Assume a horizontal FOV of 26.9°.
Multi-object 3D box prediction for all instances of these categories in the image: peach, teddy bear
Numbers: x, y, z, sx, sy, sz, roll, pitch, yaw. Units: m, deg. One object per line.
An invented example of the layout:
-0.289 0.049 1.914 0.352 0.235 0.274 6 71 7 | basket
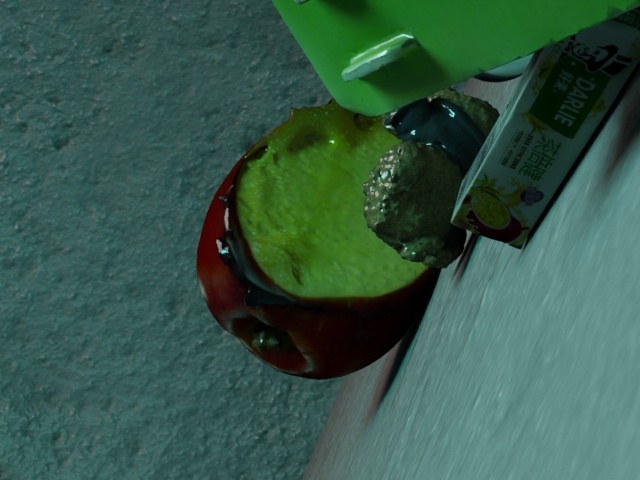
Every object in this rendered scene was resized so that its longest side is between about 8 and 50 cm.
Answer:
0.000 0.000 1.496 0.201 0.257 0.362 121 172 -51 | peach
0.107 -0.077 1.209 0.129 0.182 0.251 -27 17 25 | teddy bear

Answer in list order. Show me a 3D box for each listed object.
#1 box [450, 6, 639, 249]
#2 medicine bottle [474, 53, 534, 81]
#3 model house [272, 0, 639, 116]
0.126 -0.066 0.738 0.207 0.050 0.041 112 178 -57 | box
0.168 -0.203 1.268 0.187 0.103 0.103 -59 -8 -85 | medicine bottle
0.049 -0.262 0.674 0.323 0.300 0.340 -41 14 -35 | model house
